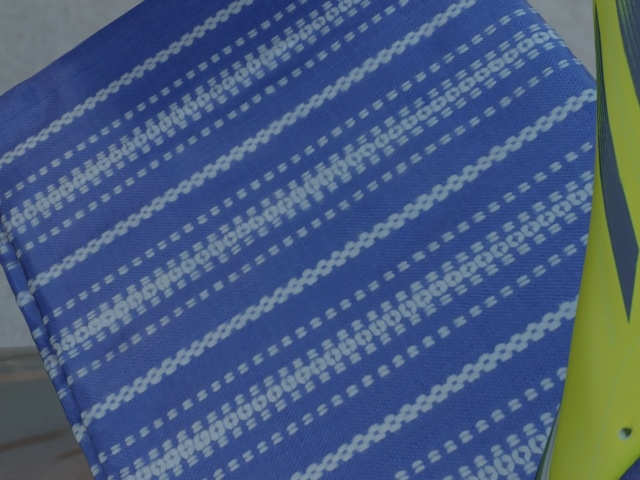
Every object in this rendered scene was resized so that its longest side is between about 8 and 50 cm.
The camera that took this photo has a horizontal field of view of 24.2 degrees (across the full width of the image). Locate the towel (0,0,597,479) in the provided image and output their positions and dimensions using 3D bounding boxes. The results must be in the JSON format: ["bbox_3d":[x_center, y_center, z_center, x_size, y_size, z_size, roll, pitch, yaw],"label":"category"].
[{"bbox_3d":[0.000,0.000,0.581,0.336,0.243,0.040,59,5,38],"label":"towel"}]

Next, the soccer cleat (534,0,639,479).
[{"bbox_3d":[0.106,0.008,0.363,0.093,0.289,0.121,6,21,4],"label":"soccer cleat"}]

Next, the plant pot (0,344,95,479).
[{"bbox_3d":[-0.214,0.161,0.874,0.229,0.263,0.263,-19,61,-30],"label":"plant pot"}]
